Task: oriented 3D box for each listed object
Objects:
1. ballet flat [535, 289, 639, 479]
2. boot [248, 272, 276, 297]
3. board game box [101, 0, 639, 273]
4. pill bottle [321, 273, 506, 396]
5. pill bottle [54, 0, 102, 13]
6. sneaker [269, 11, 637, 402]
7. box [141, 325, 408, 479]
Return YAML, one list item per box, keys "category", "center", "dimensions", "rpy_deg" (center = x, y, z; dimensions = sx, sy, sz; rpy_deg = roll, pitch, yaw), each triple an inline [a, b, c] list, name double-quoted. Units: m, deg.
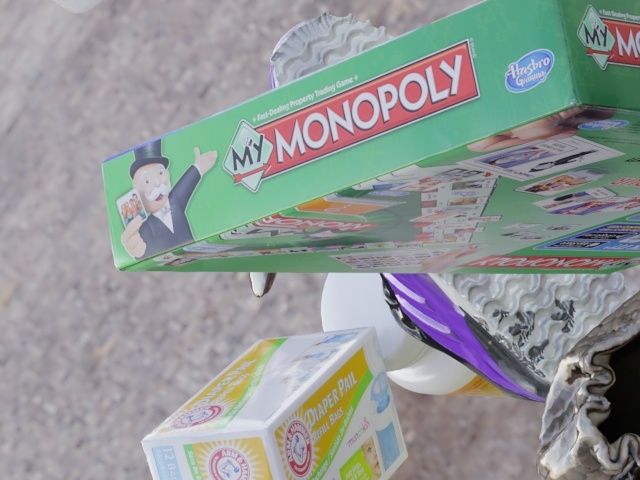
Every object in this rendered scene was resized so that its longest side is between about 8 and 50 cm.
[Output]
- category: "ballet flat"
  center: [0.151, -0.002, 0.526]
  dimensions: [0.250, 0.058, 0.084]
  rpy_deg: [-42, 61, 26]
- category: "boot"
  center: [0.000, 0.000, 1.625]
  dimensions: [0.037, 0.114, 0.106]
  rpy_deg: [39, 120, 52]
- category: "board game box"
  center: [0.104, -0.032, 0.748]
  dimensions: [0.213, 0.317, 0.046]
  rpy_deg: [-18, 77, 41]
- category: "pill bottle"
  center: [0.123, 0.059, 1.571]
  dimensions: [0.136, 0.245, 0.136]
  rpy_deg: [-7, 81, 46]
- category: "pill bottle"
  center: [-0.201, -0.231, 1.074]
  dimensions: [0.131, 0.229, 0.131]
  rpy_deg: [-39, 32, 30]
- category: "sneaker"
  center: [0.062, -0.004, 1.198]
  dimensions: [0.102, 0.293, 0.146]
  rpy_deg: [-42, 0, -22]
- category: "box"
  center: [-0.029, 0.152, 1.396]
  dimensions: [0.103, 0.114, 0.203]
  rpy_deg: [-8, 15, 26]
